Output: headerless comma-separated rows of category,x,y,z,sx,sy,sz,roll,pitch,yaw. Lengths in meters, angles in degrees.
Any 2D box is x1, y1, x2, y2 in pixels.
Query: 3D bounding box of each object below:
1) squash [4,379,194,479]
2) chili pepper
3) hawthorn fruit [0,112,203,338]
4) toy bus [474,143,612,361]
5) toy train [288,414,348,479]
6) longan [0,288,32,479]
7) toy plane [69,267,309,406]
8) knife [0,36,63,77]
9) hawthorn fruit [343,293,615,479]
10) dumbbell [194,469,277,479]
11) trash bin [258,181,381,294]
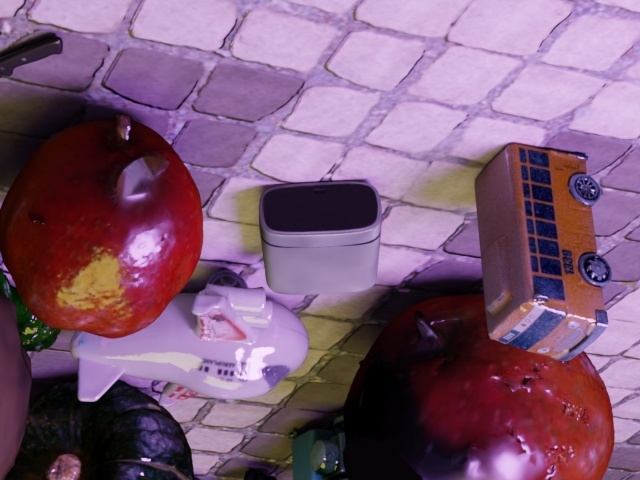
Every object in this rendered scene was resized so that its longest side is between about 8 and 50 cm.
squash,-0.267,0.282,1.862,0.252,0.252,0.165,-12,143,14
chili pepper,-0.339,0.056,1.636,0.098,0.061,0.224,-6,154,18
hawthorn fruit,-0.187,-0.023,1.405,0.185,0.185,0.202,5,129,-16
toy bus,0.199,0.010,1.496,0.103,0.182,0.091,10,148,-21
toy train,0.065,0.289,2.066,0.203,0.112,0.163,13,152,-25
longan,-0.487,0.129,1.435,0.436,0.404,0.404,-6,155,-28
toy plane,-0.135,0.111,1.708,0.252,0.118,0.252,-5,153,-3
knife,-0.279,-0.136,1.344,0.170,0.010,0.023,-16,143,25
hawthorn fruit,0.160,0.207,1.734,0.316,0.316,0.316,-3,151,-2
dumbbell,-0.124,0.359,2.179,0.209,0.099,0.099,-8,151,9
trash bin,0.000,0.000,1.579,0.116,0.059,0.130,-2,152,-1
